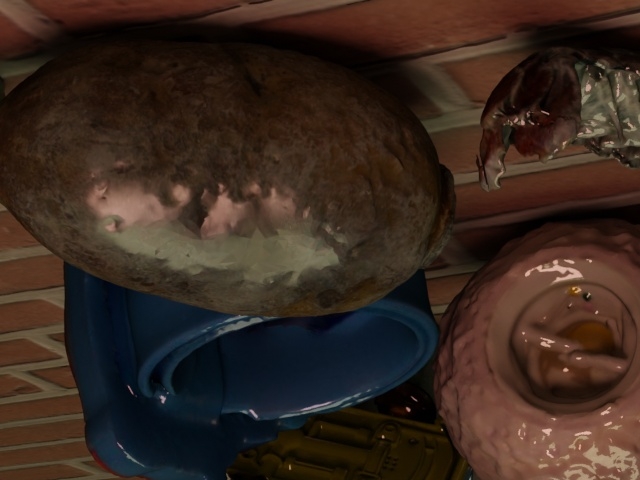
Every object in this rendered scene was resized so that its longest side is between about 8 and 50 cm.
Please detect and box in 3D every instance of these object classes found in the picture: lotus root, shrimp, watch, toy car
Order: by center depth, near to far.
[{"bbox_3d":[-0.072,-0.042,1.050,0.350,0.175,0.175,6,159,-16],"label":"lotus root"},{"bbox_3d":[0.289,-0.048,1.096,0.410,0.166,0.221,22,140,-19],"label":"shrimp"},{"bbox_3d":[-0.023,0.062,1.288,0.274,0.241,0.305,-32,150,35],"label":"watch"},{"bbox_3d":[0.008,0.222,1.442,0.248,0.200,0.142,14,128,19],"label":"toy car"}]

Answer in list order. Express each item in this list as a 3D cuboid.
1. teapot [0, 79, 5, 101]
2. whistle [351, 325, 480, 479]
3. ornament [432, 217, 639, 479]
[{"bbox_3d":[-0.256,-0.089,1.100,0.083,0.057,0.067,-2,123,13],"label":"teapot"},{"bbox_3d":[0.084,0.188,1.682,0.405,0.168,0.188,17,153,-37],"label":"whistle"},{"bbox_3d":[0.225,0.109,1.360,0.259,0.259,0.225,-7,158,16],"label":"ornament"}]
